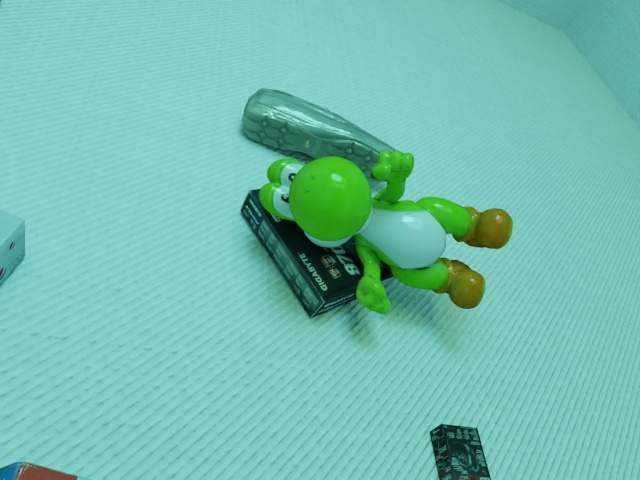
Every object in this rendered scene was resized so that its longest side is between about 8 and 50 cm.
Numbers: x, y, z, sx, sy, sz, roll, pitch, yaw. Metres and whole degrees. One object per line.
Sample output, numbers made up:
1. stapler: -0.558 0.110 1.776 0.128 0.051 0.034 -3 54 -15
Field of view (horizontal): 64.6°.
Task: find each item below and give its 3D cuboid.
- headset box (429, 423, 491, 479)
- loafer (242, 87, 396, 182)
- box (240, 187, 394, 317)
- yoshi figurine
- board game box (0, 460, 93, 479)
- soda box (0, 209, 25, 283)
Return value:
1. headset box: 0.188 0.294 0.677 0.062 0.032 0.083 12 47 -20
2. loafer: 0.012 -0.206 0.971 0.319 0.112 0.111 22 52 -11
3. box: 0.000 0.000 0.819 0.175 0.051 0.220 -16 62 -40
4. yoshi figurine: 0.092 -0.020 0.718 0.362 0.203 0.203 19 51 -12
5. board game box: -0.122 0.342 0.319 0.302 0.086 0.308 38 35 -35
6. soda box: -0.449 -0.024 0.557 0.216 0.074 0.069 24 44 -10
